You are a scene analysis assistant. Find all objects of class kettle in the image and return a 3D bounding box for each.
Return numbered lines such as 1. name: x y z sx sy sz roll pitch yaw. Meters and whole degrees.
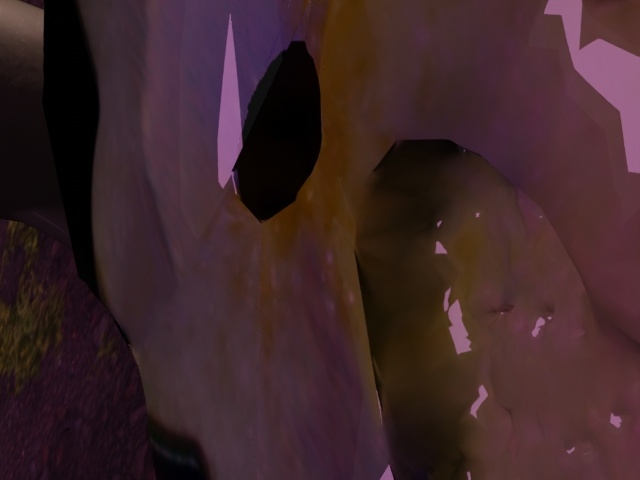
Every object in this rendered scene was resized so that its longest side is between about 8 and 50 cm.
1. kettle: -0.261 -0.130 1.052 0.165 0.255 0.240 -30 52 56

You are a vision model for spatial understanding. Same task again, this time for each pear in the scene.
1. pear: 0.065 -0.050 0.449 0.399 0.165 0.399 12 104 58
